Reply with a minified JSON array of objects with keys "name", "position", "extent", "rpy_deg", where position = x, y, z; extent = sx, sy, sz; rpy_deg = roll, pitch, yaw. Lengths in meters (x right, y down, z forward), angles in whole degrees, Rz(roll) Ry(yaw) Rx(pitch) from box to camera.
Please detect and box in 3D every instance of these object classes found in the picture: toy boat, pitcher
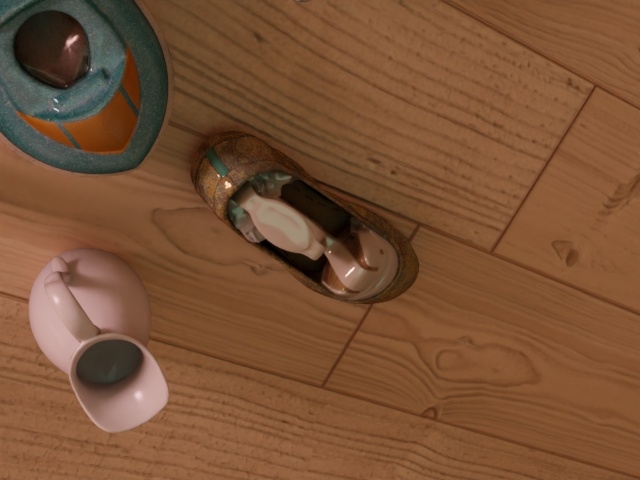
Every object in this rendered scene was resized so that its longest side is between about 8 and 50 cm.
[{"name":"toy boat","position":[-0.289,-0.123,1.037],"extent":[0.318,0.148,0.267],"rpy_deg":[-37,125,-1]},{"name":"pitcher","position":[-0.240,0.072,1.131],"extent":[0.126,0.207,0.177],"rpy_deg":[-27,124,-7]}]

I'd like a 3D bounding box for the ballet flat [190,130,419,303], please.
[{"name":"ballet flat","position":[0.000,0.000,1.252],"extent":[0.349,0.123,0.123],"rpy_deg":[35,100,-34]}]
